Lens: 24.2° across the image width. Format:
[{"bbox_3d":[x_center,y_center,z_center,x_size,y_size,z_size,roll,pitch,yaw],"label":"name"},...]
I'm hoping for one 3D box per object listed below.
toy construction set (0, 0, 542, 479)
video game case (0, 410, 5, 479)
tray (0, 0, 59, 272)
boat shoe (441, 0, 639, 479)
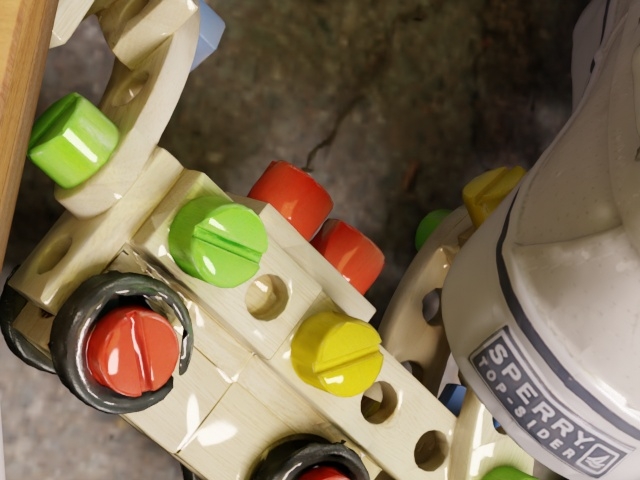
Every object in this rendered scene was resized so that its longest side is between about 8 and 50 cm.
[{"bbox_3d":[0.000,0.000,0.581,0.327,0.151,0.215,41,77,-15],"label":"toy construction set"},{"bbox_3d":[-0.228,0.055,0.566,0.206,0.026,0.227,-4,90,-20],"label":"video game case"},{"bbox_3d":[-0.292,-0.098,0.457,0.411,0.076,0.203,11,86,-2],"label":"tray"},{"bbox_3d":[0.166,-0.067,0.549,0.136,0.156,0.367,45,36,0],"label":"boat shoe"}]
